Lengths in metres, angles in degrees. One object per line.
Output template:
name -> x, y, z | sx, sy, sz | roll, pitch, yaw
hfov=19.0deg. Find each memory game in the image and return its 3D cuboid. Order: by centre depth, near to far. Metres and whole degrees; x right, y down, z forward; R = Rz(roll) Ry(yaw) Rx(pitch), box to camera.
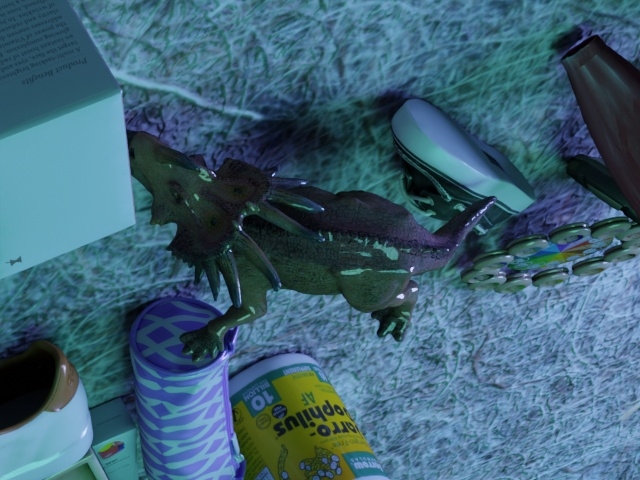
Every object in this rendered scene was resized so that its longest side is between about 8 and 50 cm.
memory game -> 0.215, 0.015, 1.716 | 0.186, 0.012, 0.186 | -12, 164, -3

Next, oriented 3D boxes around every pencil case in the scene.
pencil case -> -0.107, 0.134, 1.560 | 0.088, 0.086, 0.206 | 11, 144, 10

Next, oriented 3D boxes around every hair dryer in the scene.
hair dryer -> 0.301, -0.085, 1.577 | 0.293, 0.224, 0.080 | 24, 136, -37

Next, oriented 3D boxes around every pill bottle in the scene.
pill bottle -> -0.006, 0.211, 1.665 | 0.117, 0.208, 0.118 | -24, 150, -15

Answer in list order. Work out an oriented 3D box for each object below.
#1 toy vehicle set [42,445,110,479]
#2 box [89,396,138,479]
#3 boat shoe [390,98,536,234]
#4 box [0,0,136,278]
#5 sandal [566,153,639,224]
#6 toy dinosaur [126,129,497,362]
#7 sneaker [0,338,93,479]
toy vehicle set -> -0.242, 0.257, 1.608 | 0.166, 0.035, 0.267 | -27, 150, -9
box -> -0.227, 0.222, 1.646 | 0.145, 0.038, 0.186 | -23, 150, -17
boat shoe -> 0.102, -0.047, 1.513 | 0.070, 0.078, 0.219 | -41, 152, 13
box -> -0.182, -0.089, 1.076 | 0.091, 0.170, 0.130 | -23, 151, -16
sandal -> 0.321, -0.063, 1.686 | 0.302, 0.120, 0.086 | -5, 125, -50
toy dinosaur -> 0.000, 0.000, 1.367 | 0.295, 0.127, 0.200 | -1, 163, -11
sneaker -> -0.310, 0.156, 1.418 | 0.290, 0.106, 0.123 | -29, 142, -22
